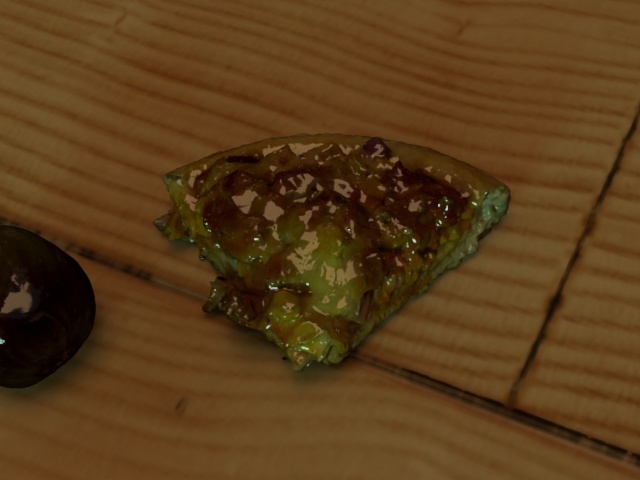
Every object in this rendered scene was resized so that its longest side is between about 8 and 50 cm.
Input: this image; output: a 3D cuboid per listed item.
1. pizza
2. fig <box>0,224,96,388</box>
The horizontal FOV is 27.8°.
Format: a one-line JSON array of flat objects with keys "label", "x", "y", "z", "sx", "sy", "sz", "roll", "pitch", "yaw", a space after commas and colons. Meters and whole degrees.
[{"label": "pizza", "x": 0.000, "y": 0.000, "z": 1.010, "sx": 0.289, "sy": 0.081, "sz": 0.229, "roll": 5, "pitch": 54, "yaw": 7}, {"label": "fig", "x": -0.241, "y": 0.036, "z": 0.995, "sx": 0.109, "sy": 0.103, "sz": 0.155, "roll": -23, "pitch": 60, "yaw": -39}]
